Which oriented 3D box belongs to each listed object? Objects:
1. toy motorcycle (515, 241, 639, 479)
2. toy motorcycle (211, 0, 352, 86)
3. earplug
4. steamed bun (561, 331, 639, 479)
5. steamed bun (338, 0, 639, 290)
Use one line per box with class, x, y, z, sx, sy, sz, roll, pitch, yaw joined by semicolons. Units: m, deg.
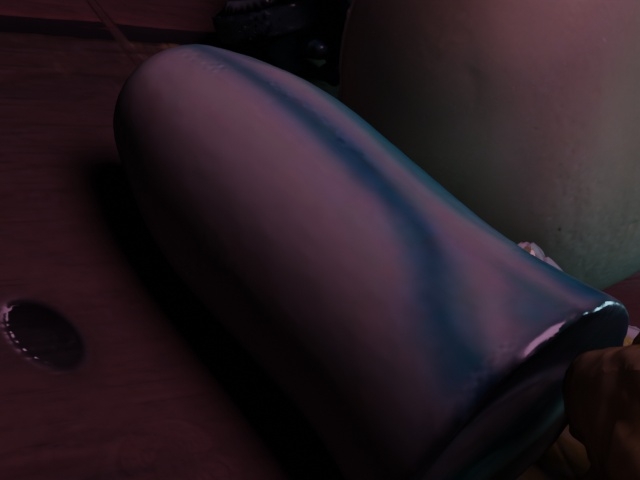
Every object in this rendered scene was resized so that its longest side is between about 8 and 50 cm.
toy motorcycle;0.169;0.104;1.125;0.228;0.151;0.074;58;16;18
toy motorcycle;0.035;-0.203;1.413;0.260;0.206;0.154;-52;127;-63
earplug;0.000;0.000;1.073;0.324;0.185;0.185;45;27;22
steamed bun;0.212;0.203;0.912;0.325;0.230;0.372;32;39;-61
steamed bun;0.173;-0.108;1.272;0.324;0.324;0.206;6;18;-47
